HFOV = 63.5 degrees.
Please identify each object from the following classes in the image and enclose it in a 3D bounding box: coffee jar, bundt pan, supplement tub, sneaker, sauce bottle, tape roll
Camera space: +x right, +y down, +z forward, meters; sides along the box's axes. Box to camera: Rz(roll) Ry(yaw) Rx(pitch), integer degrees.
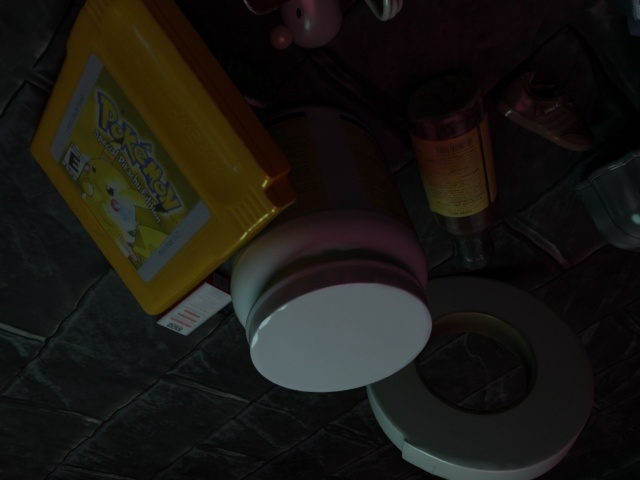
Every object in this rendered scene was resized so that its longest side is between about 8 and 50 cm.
[{"bbox_3d":[-0.155,-0.199,0.633,0.184,0.079,0.096,23,133,-30],"label":"coffee jar"},{"bbox_3d":[0.575,-0.070,0.778,0.331,0.124,0.331,-11,166,-3],"label":"bundt pan"},{"bbox_3d":[0.000,0.000,0.682,0.241,0.331,0.241,-6,135,-6],"label":"supplement tub"},{"bbox_3d":[0.347,-0.188,0.758,0.189,0.066,0.071,14,129,-24],"label":"sneaker"},{"bbox_3d":[0.216,-0.083,0.802,0.112,0.111,0.344,-19,134,7],"label":"sauce bottle"},{"bbox_3d":[0.270,0.229,0.925,0.392,0.392,0.072,-10,135,-2],"label":"tape roll"}]

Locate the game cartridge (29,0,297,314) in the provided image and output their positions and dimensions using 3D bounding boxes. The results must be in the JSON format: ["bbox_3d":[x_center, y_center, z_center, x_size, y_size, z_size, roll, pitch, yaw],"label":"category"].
[{"bbox_3d":[-0.197,-0.087,0.580,0.285,0.053,0.324,54,135,0],"label":"game cartridge"}]

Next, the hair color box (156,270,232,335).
[{"bbox_3d":[-0.229,0.113,0.949,0.141,0.043,0.072,-37,130,22],"label":"hair color box"}]

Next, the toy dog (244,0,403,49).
[{"bbox_3d":[-0.092,-0.298,0.482,0.161,0.220,0.333,-41,122,-2],"label":"toy dog"}]

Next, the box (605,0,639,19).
[{"bbox_3d":[0.374,-0.441,0.414,0.396,0.211,0.293,-28,133,14],"label":"box"}]

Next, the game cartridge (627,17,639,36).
[{"bbox_3d":[0.604,-0.295,0.631,0.355,0.068,0.230,3,167,-14],"label":"game cartridge"}]
